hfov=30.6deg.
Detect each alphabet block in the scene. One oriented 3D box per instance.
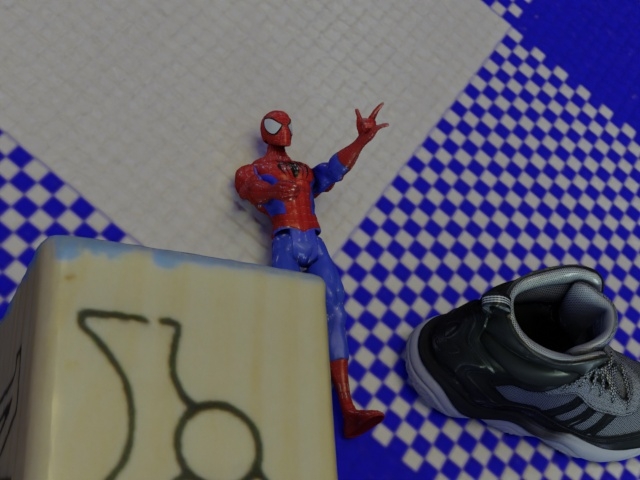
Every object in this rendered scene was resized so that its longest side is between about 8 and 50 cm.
[{"bbox_3d":[-0.110,0.134,0.741,0.192,0.193,0.197,10,59,-21],"label":"alphabet block"}]

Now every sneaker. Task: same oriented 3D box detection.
[{"bbox_3d":[0.215,0.102,0.951,0.268,0.153,0.101,15,57,-19],"label":"sneaker"}]

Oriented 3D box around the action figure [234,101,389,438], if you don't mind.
[{"bbox_3d":[0.000,0.000,0.915,0.091,0.139,0.280,2,60,-28],"label":"action figure"}]
